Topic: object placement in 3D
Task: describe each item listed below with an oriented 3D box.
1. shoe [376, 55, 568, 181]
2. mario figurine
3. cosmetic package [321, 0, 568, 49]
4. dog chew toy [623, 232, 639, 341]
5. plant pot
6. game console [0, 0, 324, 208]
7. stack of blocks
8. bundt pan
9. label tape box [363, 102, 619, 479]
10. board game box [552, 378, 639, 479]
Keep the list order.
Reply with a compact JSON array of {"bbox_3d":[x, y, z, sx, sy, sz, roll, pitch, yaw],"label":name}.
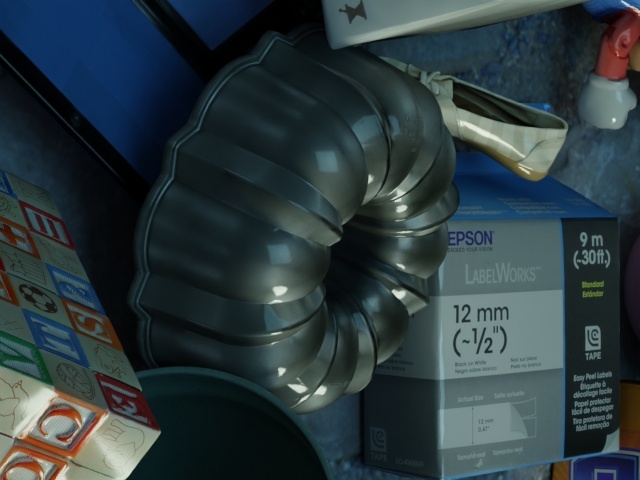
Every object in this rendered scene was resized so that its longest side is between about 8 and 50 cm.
[{"bbox_3d":[0.129,-0.125,1.470,0.219,0.058,0.077,22,41,-18],"label":"shoe"},{"bbox_3d":[0.297,-0.243,1.633,0.198,0.170,0.320,-41,109,9],"label":"mario figurine"},{"bbox_3d":[0.118,-0.286,1.328,0.385,0.156,0.217,-27,105,-66],"label":"cosmetic package"},{"bbox_3d":[0.473,0.051,1.619,0.206,0.331,0.207,-1,92,-39],"label":"dog chew toy"},{"bbox_3d":[-0.096,0.270,1.218,0.293,0.293,0.196,-63,152,-19],"label":"plant pot"},{"bbox_3d":[-0.110,-0.194,1.228,0.250,0.173,0.293,-38,121,7],"label":"game console"},{"bbox_3d":[-0.237,0.042,1.061,0.171,0.297,0.087,27,107,-37],"label":"stack of blocks"},{"bbox_3d":[0.000,0.000,1.280,0.331,0.124,0.331,-37,140,-39],"label":"bundt pan"},{"bbox_3d":[0.165,0.039,1.509,0.249,0.115,0.348,-1,93,-40],"label":"label tape box"},{"bbox_3d":[0.477,0.335,1.612,0.356,0.356,0.357,8,85,-39],"label":"board game box"}]
